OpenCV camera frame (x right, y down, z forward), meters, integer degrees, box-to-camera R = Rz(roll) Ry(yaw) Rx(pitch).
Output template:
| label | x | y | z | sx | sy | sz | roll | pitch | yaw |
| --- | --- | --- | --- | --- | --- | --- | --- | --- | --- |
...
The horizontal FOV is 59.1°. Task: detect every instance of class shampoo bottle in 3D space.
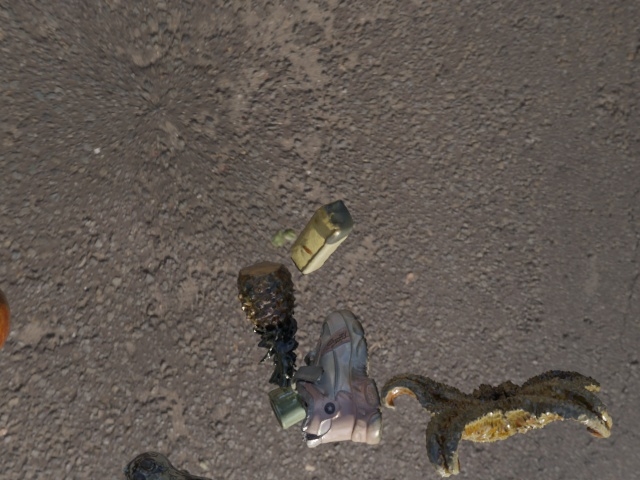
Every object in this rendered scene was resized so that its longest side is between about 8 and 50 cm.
| label | x | y | z | sx | sy | sz | roll | pitch | yaw |
| --- | --- | --- | --- | --- | --- | --- | --- | --- | --- |
| shampoo bottle | -0.022 | 0.426 | 1.579 | 0.234 | 0.118 | 0.087 | -22 | 127 | -16 |

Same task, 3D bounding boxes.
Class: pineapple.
| label | x | y | z | sx | sy | sz | roll | pitch | yaw |
| --- | --- | --- | --- | --- | --- | --- | --- | --- | --- |
| pineapple | -0.115 | 0.213 | 1.396 | 0.141 | 0.170 | 0.310 | -17 | 107 | -26 |

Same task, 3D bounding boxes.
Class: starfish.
| label | x | y | z | sx | sy | sz | roll | pitch | yaw |
| --- | --- | --- | --- | --- | --- | --- | --- | --- | --- |
| starfish | 0.239 | 0.234 | 0.777 | 0.312 | 0.303 | 0.113 | -7 | 80 | 10 |

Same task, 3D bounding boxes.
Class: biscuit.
| label | x | y | z | sx | sy | sz | roll | pitch | yaw |
| --- | --- | --- | --- | --- | --- | --- | --- | --- | --- |
| biscuit | 0.000 | 0.000 | 0.934 | 0.052 | 0.188 | 0.056 | -21 | 74 | -27 |

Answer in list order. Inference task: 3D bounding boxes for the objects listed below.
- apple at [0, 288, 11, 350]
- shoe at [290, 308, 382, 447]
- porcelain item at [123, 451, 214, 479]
| label | x | y | z | sx | sy | sz | roll | pitch | yaw |
| --- | --- | --- | --- | --- | --- | --- | --- | --- | --- |
| apple | -0.897 | 0.212 | 1.354 | 0.277 | 0.309 | 0.250 | 0 | 111 | -23 |
| shoe | 0.025 | 0.322 | 1.357 | 0.198 | 0.351 | 0.172 | -8 | 133 | -6 |
| porcelain item | -0.425 | 0.711 | 1.648 | 0.288 | 0.186 | 0.138 | 16 | 86 | 18 |
